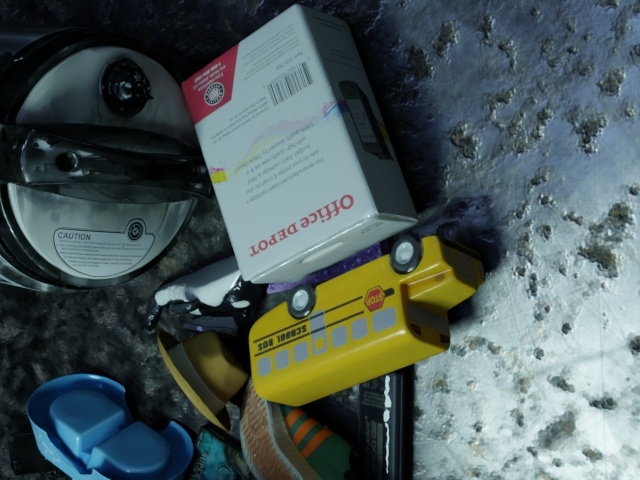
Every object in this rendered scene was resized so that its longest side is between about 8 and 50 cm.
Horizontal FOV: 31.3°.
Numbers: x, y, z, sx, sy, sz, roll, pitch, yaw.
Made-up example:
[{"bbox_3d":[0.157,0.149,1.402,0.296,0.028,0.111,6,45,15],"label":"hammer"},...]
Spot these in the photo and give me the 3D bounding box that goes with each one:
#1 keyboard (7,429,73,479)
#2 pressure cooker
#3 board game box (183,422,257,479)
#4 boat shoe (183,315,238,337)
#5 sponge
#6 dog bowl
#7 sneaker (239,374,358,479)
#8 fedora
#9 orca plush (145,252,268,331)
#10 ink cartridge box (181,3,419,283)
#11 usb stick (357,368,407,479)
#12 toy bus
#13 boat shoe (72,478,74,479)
[{"bbox_3d":[-0.447,0.368,1.952,0.192,0.038,0.100,-10,84,26],"label":"keyboard"},{"bbox_3d":[-0.373,-0.122,1.600,0.420,0.370,0.376,11,138,42],"label":"pressure cooker"},{"bbox_3d":[-0.159,0.394,1.763,0.126,0.026,0.186,28,111,28],"label":"board game box"},{"bbox_3d":[-0.165,0.125,1.732,0.100,0.035,0.035,-1,68,37],"label":"boat shoe"},{"bbox_3d":[0.000,0.000,1.602,0.210,0.031,0.117,-13,88,34],"label":"sponge"},{"bbox_3d":[-0.333,0.319,1.793,0.297,0.166,0.074,28,126,29],"label":"dog bowl"},{"bbox_3d":[-0.023,0.300,1.597,0.302,0.121,0.108,56,132,50],"label":"sneaker"},{"bbox_3d":[-0.161,0.187,1.666,0.079,0.194,0.194,-37,74,0],"label":"fedora"},{"bbox_3d":[-0.155,0.098,1.659,0.287,0.151,0.102,-23,107,39],"label":"orca plush"},{"bbox_3d":[-0.031,-0.122,1.522,0.226,0.131,0.306,-27,74,30],"label":"ink cartridge box"},{"bbox_3d":[0.085,0.301,1.577,0.077,0.045,0.278,7,100,43],"label":"usb stick"},{"bbox_3d":[0.058,0.108,1.505,0.332,0.108,0.130,-25,57,34],"label":"toy bus"},{"bbox_3d":[-0.317,0.528,1.835,0.156,0.136,0.367,4,87,16],"label":"boat shoe"}]
